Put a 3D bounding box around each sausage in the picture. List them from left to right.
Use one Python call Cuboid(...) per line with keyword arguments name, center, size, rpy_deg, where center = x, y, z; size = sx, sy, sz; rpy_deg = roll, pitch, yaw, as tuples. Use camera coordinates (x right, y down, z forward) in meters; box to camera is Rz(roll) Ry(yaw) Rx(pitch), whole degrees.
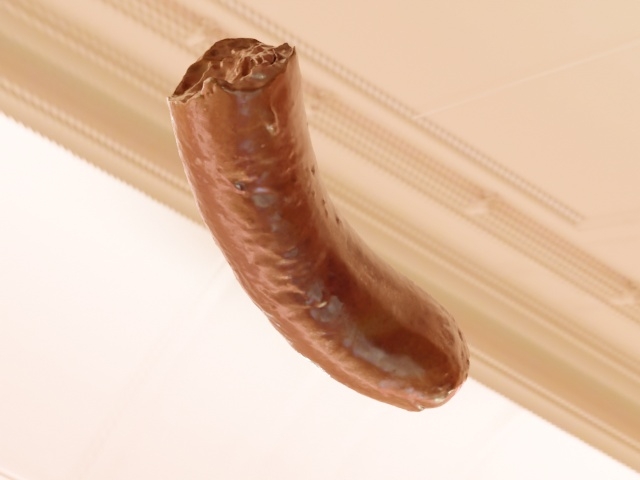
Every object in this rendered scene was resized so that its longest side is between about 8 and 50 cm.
Cuboid(name="sausage", center=(-0.004, 0.002, 0.891), size=(0.076, 0.103, 0.302), rpy_deg=(-86, -27, -46))
